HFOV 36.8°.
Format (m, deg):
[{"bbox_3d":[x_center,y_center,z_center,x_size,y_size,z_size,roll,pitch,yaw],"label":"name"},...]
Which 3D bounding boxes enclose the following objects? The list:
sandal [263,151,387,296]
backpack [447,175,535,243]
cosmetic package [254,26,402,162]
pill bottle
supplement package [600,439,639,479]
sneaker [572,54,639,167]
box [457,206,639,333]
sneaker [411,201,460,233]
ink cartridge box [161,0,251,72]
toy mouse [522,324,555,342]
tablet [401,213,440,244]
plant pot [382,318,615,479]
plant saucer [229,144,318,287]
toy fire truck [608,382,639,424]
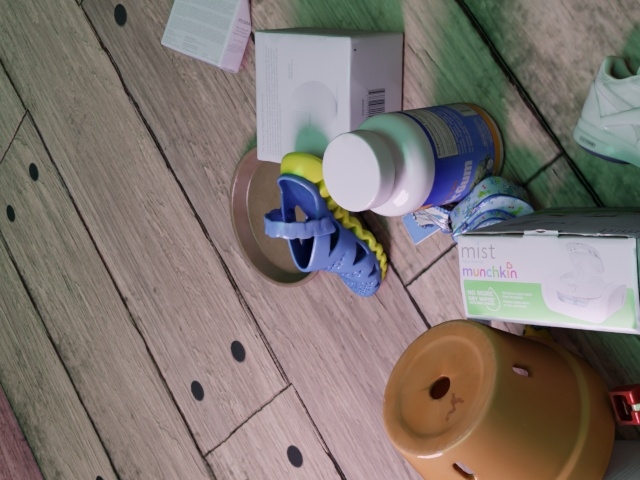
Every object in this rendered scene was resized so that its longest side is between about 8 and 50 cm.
[{"bbox_3d":[0.000,0.000,1.616,0.126,0.138,0.317,9,147,45],"label":"sandal"},{"bbox_3d":[0.262,-0.030,1.440,0.114,0.105,0.084,-53,28,32],"label":"backpack"},{"bbox_3d":[0.012,-0.239,1.615,0.224,0.138,0.224,15,112,41],"label":"cosmetic package"},{"bbox_3d":[0.136,-0.118,1.424,0.152,0.272,0.152,15,112,43],"label":"pill bottle"},{"bbox_3d":[0.401,0.391,1.366,0.292,0.175,0.178,-10,94,47],"label":"supplement package"},{"bbox_3d":[0.443,-0.148,1.196,0.305,0.114,0.152,33,119,49],"label":"sneaker"},{"bbox_3d":[0.356,0.028,1.272,0.261,0.231,0.127,2,102,45],"label":"box"},{"bbox_3d":[0.165,-0.049,1.566,0.135,0.052,0.058,29,125,38],"label":"sneaker"},{"bbox_3d":[-0.201,-0.459,1.851,0.189,0.066,0.232,27,99,38],"label":"ink cartridge box"},{"bbox_3d":[0.297,0.107,1.446,0.143,0.031,0.161,55,170,-31],"label":"toy mouse"},{"bbox_3d":[0.173,-0.033,1.604,0.083,0.006,0.054,-37,74,45],"label":"tablet"},{"bbox_3d":[0.224,0.238,1.321,0.290,0.203,0.291,-33,38,30],"label":"plant pot"},{"bbox_3d":[-0.071,-0.050,1.825,0.277,0.041,0.278,15,112,42],"label":"plant saucer"},{"bbox_3d":[0.490,0.190,1.248,0.192,0.135,0.047,-19,87,47],"label":"toy fire truck"}]
